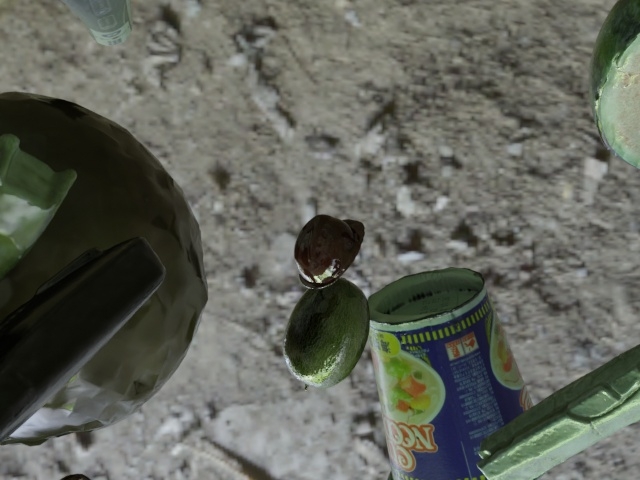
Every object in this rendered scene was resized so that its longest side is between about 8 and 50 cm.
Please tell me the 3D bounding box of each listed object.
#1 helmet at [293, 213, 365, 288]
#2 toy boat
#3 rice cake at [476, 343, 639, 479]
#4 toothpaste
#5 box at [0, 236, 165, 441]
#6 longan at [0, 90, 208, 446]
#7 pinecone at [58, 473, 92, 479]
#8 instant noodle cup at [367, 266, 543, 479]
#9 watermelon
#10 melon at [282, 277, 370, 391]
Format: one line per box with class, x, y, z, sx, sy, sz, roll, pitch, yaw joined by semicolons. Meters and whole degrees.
helmet;0.000;0.000;1.618;0.089;0.057;0.111;-2;51;45
toy boat;-0.289;0.027;0.935;0.293;0.093;0.055;-33;40;32
rice cake;0.312;0.171;1.392;0.336;0.066;0.063;-38;22;27
toothpaste;-0.282;-0.303;1.673;0.392;0.099;0.061;174;79;-85
box;-0.272;0.125;0.997;0.289;0.290;0.073;-33;99;37
longan;-0.339;0.032;1.403;0.436;0.404;0.404;-11;83;55
pinecone;-0.404;0.514;1.782;0.398;0.398;0.397;1;92;44
instant noodle cup;0.200;0.219;2.013;0.284;0.284;0.312;1;115;44
watermelon;0.448;-0.232;1.722;0.180;0.224;0.305;33;137;17
melon;0.007;0.131;1.790;0.114;0.114;0.167;27;99;40
